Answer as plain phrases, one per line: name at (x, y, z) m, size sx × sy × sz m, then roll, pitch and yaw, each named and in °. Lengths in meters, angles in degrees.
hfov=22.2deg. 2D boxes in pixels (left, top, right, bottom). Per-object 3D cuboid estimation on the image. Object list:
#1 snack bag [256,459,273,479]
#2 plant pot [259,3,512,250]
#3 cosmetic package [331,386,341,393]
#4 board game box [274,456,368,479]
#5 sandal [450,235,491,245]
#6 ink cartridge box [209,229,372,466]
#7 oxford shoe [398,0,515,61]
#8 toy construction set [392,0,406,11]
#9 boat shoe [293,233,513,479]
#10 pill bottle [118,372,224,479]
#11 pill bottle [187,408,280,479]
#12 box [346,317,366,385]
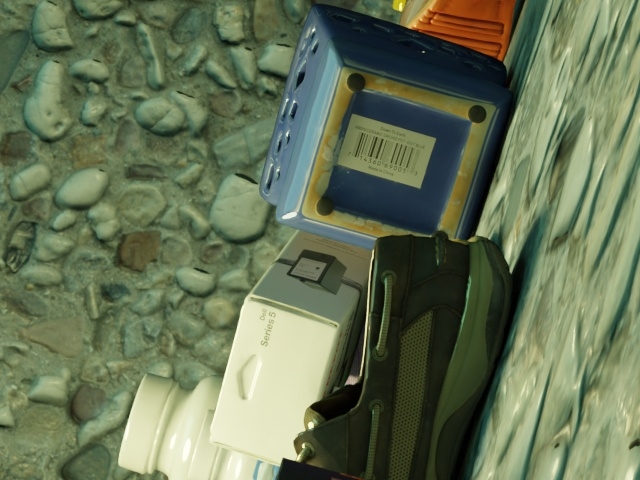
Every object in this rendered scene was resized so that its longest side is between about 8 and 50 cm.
snack bag at (-0.093, 0.443, 1.780) m, size 0.323 × 0.037 × 0.342 m, roll -74°, pitch -5°, yaw -73°
plant pot at (0.072, -0.104, 1.749) m, size 0.212 × 0.236 × 0.236 m, roll -99°, pitch 26°, yaw -76°
cosmetic package at (-0.001, 0.370, 1.759) m, size 0.377 × 0.097 × 0.284 m, roll -74°, pitch 3°, yaw -68°
board game box at (0.024, 0.218, 1.115) m, size 0.170 × 0.141 × 0.048 m, roll 108°, pitch 178°, yaw -57°
sandal at (0.124, 0.029, 1.463) m, size 0.180 × 0.049 × 0.072 m, roll -80°, pitch 7°, yaw -85°
ink cartridge box at (-0.023, 0.118, 1.934) m, size 0.273 × 0.115 × 0.198 m, roll -55°, pitch -18°, yaw -66°
oxford shoe at (0.167, -0.297, 1.937) m, size 0.363 × 0.130 × 0.132 m, roll 120°, pitch 154°, yaw -43°
toy construction set at (0.118, -0.359, 2.122) m, size 0.257 × 0.309 × 0.237 m, roll -58°, pitch -19°, yaw -61°
boat shoe at (0.045, 0.160, 1.284) m, size 0.132 × 0.130 × 0.355 m, roll -90°, pitch 17°, yaw -89°
pill bottle at (-0.097, 0.280, 2.162) m, size 0.176 × 0.319 × 0.176 m, roll 16°, pitch -90°, yaw -89°
pill bottle at (-0.045, 0.279, 1.999) m, size 0.124 × 0.222 × 0.124 m, roll -163°, pitch 90°, yaw -89°
box at (0.061, 0.052, 2.151) m, size 0.201 × 0.057 × 0.293 m, roll -75°, pitch -18°, yaw -70°
